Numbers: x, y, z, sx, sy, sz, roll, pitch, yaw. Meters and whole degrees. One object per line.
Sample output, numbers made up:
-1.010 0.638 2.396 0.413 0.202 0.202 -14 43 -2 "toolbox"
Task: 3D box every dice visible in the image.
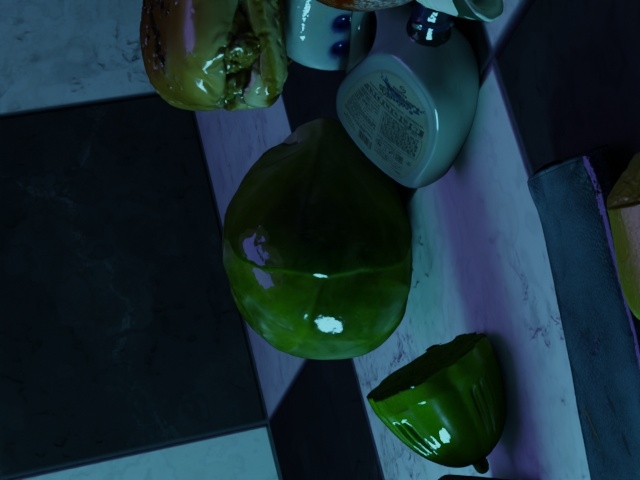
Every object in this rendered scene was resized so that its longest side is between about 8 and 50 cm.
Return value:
0.027 -0.359 1.715 0.193 0.194 0.192 99 158 -49 "dice"

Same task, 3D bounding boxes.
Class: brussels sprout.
-0.004 -0.002 1.915 0.281 0.289 0.355 89 -175 -66 "brussels sprout"

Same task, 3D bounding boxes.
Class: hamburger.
-0.140 -0.316 1.685 0.304 0.174 0.284 -175 87 -69 "hamburger"

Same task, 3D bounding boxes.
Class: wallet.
0.293 0.096 1.288 0.190 0.046 0.379 152 106 -76 "wallet"

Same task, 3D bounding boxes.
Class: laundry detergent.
0.108 -0.217 1.603 0.215 0.105 0.280 49 154 26 "laundry detergent"

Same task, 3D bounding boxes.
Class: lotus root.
0.177 0.233 1.661 0.186 0.186 0.186 170 90 -76 "lotus root"

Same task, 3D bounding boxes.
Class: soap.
0.304 -0.004 1.168 0.089 0.033 0.168 -23 77 47 "soap"

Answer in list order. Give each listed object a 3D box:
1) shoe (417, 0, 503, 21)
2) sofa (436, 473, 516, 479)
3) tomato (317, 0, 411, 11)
0.162 -0.348 1.283 0.110 0.095 0.265 42 139 41 "shoe"
0.229 0.437 1.637 0.200 0.182 0.258 -12 88 58 "sofa"
0.070 -0.395 1.430 0.270 0.227 0.270 10 -90 -88 "tomato"
